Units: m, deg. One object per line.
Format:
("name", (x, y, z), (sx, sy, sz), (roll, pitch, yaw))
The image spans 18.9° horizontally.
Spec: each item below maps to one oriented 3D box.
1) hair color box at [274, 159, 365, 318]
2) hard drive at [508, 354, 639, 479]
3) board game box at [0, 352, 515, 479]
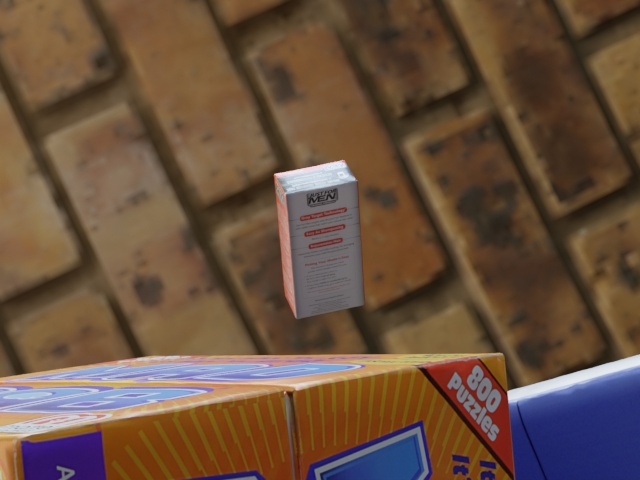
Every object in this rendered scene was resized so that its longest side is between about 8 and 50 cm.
("hair color box", (0.000, 0.000, 1.805), (0.043, 0.072, 0.141), (-118, -160, -54))
("hard drive", (0.286, 0.160, 1.245), (0.210, 0.318, 0.040), (67, 27, -10))
("board game box", (-0.118, 0.264, 1.180), (0.356, 0.356, 0.356), (-4, -88, 48))
